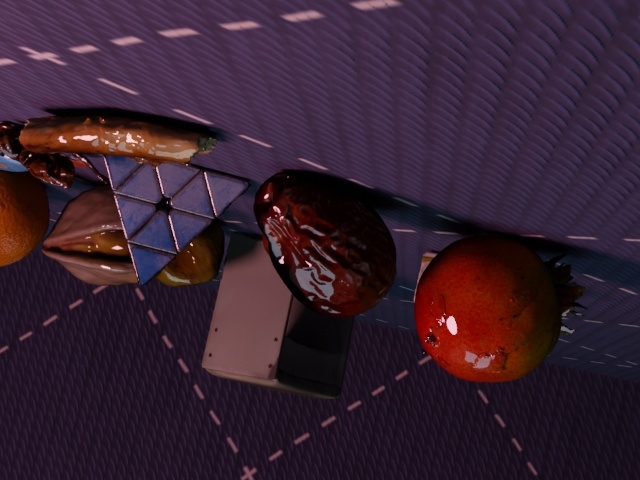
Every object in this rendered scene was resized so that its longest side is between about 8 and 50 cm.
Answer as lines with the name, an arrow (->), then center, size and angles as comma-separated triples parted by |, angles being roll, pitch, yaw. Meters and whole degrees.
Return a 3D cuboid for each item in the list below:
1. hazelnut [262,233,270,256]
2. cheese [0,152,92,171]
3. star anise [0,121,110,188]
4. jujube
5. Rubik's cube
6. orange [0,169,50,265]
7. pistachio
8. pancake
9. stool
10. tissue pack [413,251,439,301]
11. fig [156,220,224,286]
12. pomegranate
hazelnut -> -0.052, 0.001, 1.995 | 0.086, 0.086, 0.086 | 13, 172, 2
cheese -> -0.446, -0.128, 1.889 | 0.256, 0.037, 0.106 | 4, 169, 41
star anise -> -0.369, -0.111, 1.716 | 0.190, 0.070, 0.097 | 31, 174, 14
jujube -> 0.000, 0.000, 1.661 | 0.168, 0.168, 0.236 | 5, 152, 45
Rubik's cube -> -0.251, -0.057, 1.745 | 0.211, 0.190, 0.178 | -1, 147, 44
orange -> -0.537, -0.051, 2.036 | 0.206, 0.206, 0.206 | 13, 172, 2
pistachio -> -0.350, -0.008, 2.059 | 0.197, 0.166, 0.288 | -7, -179, -27
pancake -> -0.238, -0.111, 1.581 | 0.266, 0.057, 0.244 | 10, 173, 13
stool -> -0.066, 0.148, 2.383 | 0.170, 0.270, 0.243 | 7, 171, 32
tissue pack -> 0.242, 0.082, 2.018 | 0.148, 0.099, 0.106 | 9, 171, 31
fig -> -0.249, 0.012, 2.245 | 0.165, 0.144, 0.154 | 30, -160, -40
pomegranate -> 0.243, 0.091, 1.733 | 0.235, 0.210, 0.210 | -17, 169, 4
